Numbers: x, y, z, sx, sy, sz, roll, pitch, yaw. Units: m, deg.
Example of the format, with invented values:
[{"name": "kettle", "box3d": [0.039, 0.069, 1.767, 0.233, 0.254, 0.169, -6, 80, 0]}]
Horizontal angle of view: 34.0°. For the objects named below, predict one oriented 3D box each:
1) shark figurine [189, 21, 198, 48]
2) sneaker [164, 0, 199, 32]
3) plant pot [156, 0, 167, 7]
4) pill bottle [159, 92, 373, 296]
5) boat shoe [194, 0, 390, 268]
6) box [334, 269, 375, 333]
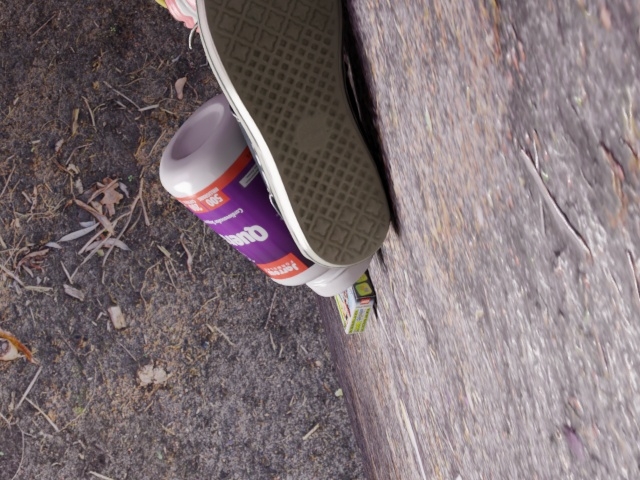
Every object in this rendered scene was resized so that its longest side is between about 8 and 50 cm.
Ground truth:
[{"name": "shark figurine", "box3d": [-0.073, -0.350, 1.612, 0.116, 0.278, 0.166, 21, 101, 39]}, {"name": "sneaker", "box3d": [-0.109, -0.367, 1.727, 0.314, 0.136, 0.116, 26, -127, -42]}, {"name": "plant pot", "box3d": [-0.238, -0.634, 2.196, 0.254, 0.254, 0.239, 86, -177, -69]}, {"name": "pill bottle", "box3d": [-0.068, -0.057, 1.534, 0.323, 0.181, 0.181, 42, -167, -28]}, {"name": "boat shoe", "box3d": [-0.043, -0.207, 1.346, 0.156, 0.187, 0.500, -143, 34, -74]}, {"name": "box", "box3d": [0.045, 0.050, 1.867, 0.114, 0.036, 0.207, 103, 156, -51]}]
